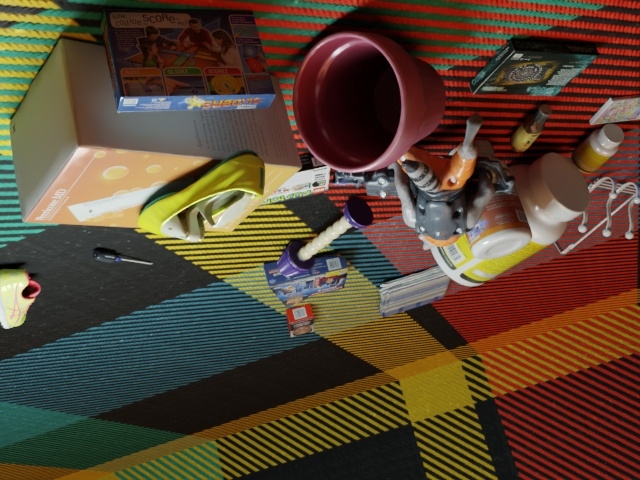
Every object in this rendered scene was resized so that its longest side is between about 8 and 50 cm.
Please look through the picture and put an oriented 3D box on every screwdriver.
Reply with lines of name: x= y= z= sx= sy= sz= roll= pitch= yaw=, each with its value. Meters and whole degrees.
screwdriver: x=-0.399 y=0.042 z=1.841 sx=0.024 sy=0.025 sz=0.170 roll=-26 pitch=156 yaw=25

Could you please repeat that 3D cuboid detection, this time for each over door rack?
over door rack: x=0.663 y=-0.040 z=2.249 sx=0.239 sy=0.108 sz=0.324 roll=6 pitch=150 yaw=-42

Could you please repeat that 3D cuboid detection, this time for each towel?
towel: x=0.262 y=0.143 z=2.537 sx=0.209 sy=0.034 sz=0.285 roll=-17 pitch=161 yaw=-3

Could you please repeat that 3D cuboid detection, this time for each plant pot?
plant pot: x=0.088 y=-0.208 z=1.345 sx=0.201 sy=0.201 sz=0.180 roll=-32 pitch=170 yaw=36

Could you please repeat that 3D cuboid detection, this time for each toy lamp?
toy lamp: x=0.000 y=0.000 z=1.942 sx=0.080 sy=0.080 sz=0.275 roll=3 pitch=149 yaw=-40

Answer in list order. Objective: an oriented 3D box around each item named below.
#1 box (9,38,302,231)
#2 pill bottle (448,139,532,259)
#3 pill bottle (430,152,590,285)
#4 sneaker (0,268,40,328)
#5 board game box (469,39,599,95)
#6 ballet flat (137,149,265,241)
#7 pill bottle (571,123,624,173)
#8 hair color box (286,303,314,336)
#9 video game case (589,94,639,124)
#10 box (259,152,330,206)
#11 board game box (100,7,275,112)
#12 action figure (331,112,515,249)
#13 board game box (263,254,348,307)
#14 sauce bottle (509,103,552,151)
box: x=-0.238 y=-0.137 z=1.302 sx=0.345 sy=0.168 sz=0.215 roll=2 pitch=153 yaw=-37
pill bottle: x=0.322 y=-0.082 z=1.758 sx=0.121 sy=0.216 sz=0.121 roll=-13 pitch=158 yaw=-5
pill bottle: x=0.405 y=-0.047 z=1.941 sx=0.188 sy=0.188 sz=0.334 roll=2 pitch=154 yaw=-38
sneaker: x=-0.606 y=0.116 z=1.807 sx=0.094 sy=0.081 sz=0.208 roll=-13 pitch=158 yaw=-13
board game box: x=0.361 y=-0.290 z=1.526 sx=0.186 sy=0.026 sz=0.126 roll=-3 pitch=156 yaw=-29
ballet flat: x=-0.166 y=-0.044 z=1.244 sx=0.231 sy=0.077 sz=0.077 roll=-28 pitch=157 yaw=29
pill bottle: x=0.574 y=-0.192 z=1.864 sx=0.065 sy=0.065 sz=0.116 roll=-7 pitch=158 yaw=-20
hair color box: x=-0.056 y=0.223 z=2.503 sx=0.072 sy=0.043 sz=0.141 roll=-14 pitch=160 yaw=-5
video game case: x=0.606 y=-0.261 z=1.786 sx=0.122 sy=0.011 sz=0.087 roll=-9 pitch=158 yaw=-18
box: x=-0.087 y=-0.107 z=1.664 sx=0.207 sy=0.036 sz=0.114 roll=-12 pitch=159 yaw=-8
board game box: x=-0.170 y=-0.232 z=1.156 sx=0.201 sy=0.136 sz=0.035 roll=-5 pitch=156 yaw=-24
action figure: x=0.162 y=-0.095 z=1.602 sx=0.341 sy=0.178 sz=0.330 roll=-2 pitch=144 yaw=19
board game box: x=-0.039 y=0.096 z=2.174 sx=0.194 sy=0.060 sz=0.194 roll=-12 pitch=160 yaw=-9
sauce bottle: x=0.403 y=-0.215 z=1.721 sx=0.042 sy=0.042 sz=0.128 roll=-9 pitch=160 yaw=-16
